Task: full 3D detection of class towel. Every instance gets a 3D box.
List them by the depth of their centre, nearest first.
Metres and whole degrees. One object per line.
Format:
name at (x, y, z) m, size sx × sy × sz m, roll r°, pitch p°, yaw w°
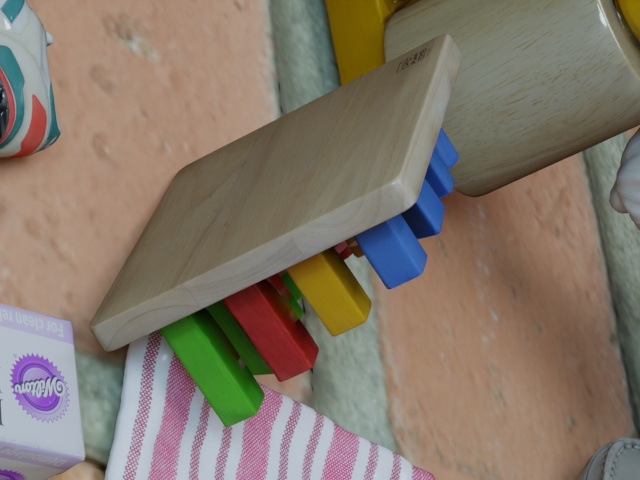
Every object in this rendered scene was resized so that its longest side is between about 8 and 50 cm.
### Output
towel at (-0.018, 0.131, 0.882) m, size 0.197 × 0.029 × 0.144 m, roll 32°, pitch 43°, yaw -32°

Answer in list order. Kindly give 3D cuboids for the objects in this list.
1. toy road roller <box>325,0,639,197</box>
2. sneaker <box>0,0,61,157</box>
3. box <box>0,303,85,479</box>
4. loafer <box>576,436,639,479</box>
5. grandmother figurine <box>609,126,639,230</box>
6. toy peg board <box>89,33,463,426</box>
toy road roller at (0.140, -0.170, 1.149) m, size 0.240 × 0.202 × 0.329 m, roll 32°, pitch 42°, yaw -49°
sneaker at (-0.163, -0.108, 0.870) m, size 0.075 × 0.057 × 0.161 m, roll 10°, pitch 55°, yaw -66°
box at (-0.229, 0.034, 0.671) m, size 0.324 × 0.063 × 0.067 m, roll 19°, pitch 53°, yaw -42°
loafer at (0.195, 0.193, 0.958) m, size 0.112 × 0.111 × 0.319 m, roll 14°, pitch 28°, yaw -13°
grandmother figurine at (0.260, 0.062, 1.122) m, size 0.208 × 0.104 × 0.342 m, roll -80°, pitch 148°, yaw -55°
toy peg board at (0.000, 0.000, 0.871) m, size 0.079 × 0.161 × 0.161 m, roll 56°, pitch 25°, yaw -19°
